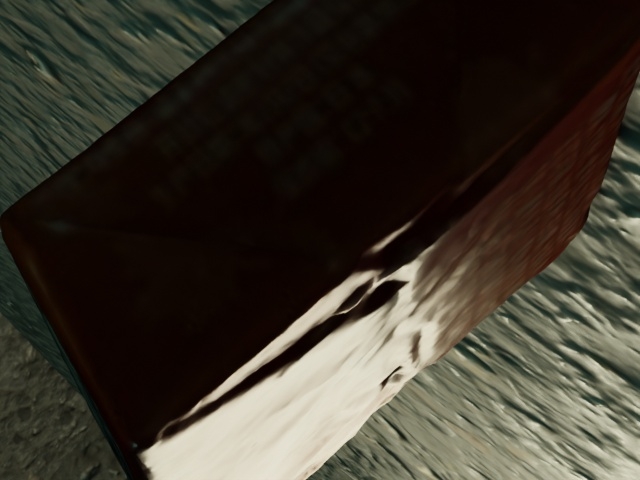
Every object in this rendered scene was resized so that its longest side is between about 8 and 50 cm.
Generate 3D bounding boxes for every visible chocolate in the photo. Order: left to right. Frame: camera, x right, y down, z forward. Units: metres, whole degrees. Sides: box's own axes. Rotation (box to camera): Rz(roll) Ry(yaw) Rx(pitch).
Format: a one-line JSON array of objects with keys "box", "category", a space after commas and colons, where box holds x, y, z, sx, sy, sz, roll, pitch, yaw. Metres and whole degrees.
[{"box": [0.000, 0.000, 0.682, 0.108, 0.235, 0.237, 46, 168, 13], "category": "chocolate"}]
